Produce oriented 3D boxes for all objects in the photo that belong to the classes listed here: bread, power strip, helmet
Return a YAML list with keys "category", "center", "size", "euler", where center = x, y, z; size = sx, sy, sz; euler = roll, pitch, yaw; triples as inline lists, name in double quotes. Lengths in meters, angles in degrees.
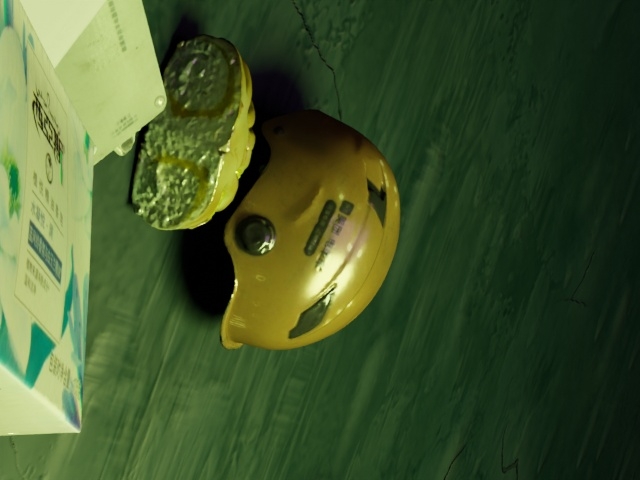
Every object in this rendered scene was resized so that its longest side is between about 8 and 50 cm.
- category: "bread"
  center: [-0.095, -0.077, 1.095]
  size: [0.094, 0.083, 0.157]
  euler: [52, 58, -69]
- category: "power strip"
  center: [-0.185, -0.217, 0.912]
  size: [0.106, 0.043, 0.367]
  euler: [-45, 139, -38]
- category: "helmet"
  center: [0.000, 0.000, 1.177]
  size: [0.198, 0.130, 0.224]
  euler: [42, 62, -73]

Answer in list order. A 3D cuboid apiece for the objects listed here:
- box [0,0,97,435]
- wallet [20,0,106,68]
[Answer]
- category: "box"
  center: [-0.209, -0.012, 0.751]
  size: [0.274, 0.116, 0.203]
  euler: [83, 5, -71]
- category: "wallet"
  center: [-0.170, -0.182, 0.879]
  size: [0.190, 0.033, 0.095]
  euler: [-58, 147, -20]
